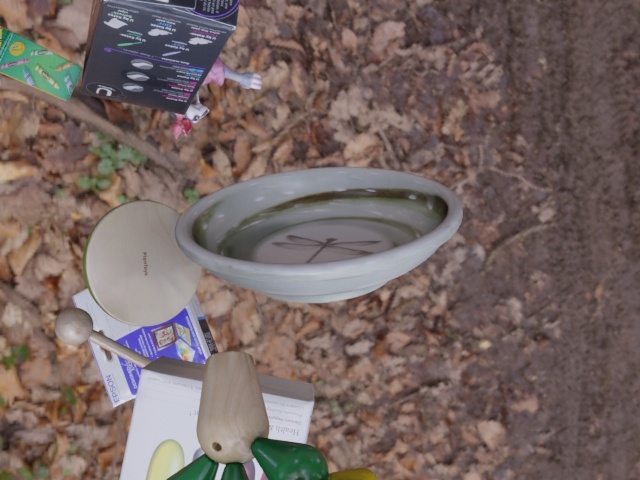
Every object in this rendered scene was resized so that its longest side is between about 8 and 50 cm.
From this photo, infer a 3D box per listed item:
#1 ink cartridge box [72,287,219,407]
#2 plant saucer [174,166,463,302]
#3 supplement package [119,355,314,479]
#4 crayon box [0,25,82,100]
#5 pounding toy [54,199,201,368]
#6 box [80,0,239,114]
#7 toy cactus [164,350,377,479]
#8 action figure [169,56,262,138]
[{"bbox_3d":[-0.287,0.142,1.450,0.208,0.206,0.045,-26,170,20],"label":"ink cartridge box"},{"bbox_3d":[0.000,0.000,1.250,0.400,0.400,0.100,-11,112,-14],"label":"plant saucer"},{"bbox_3d":[-0.120,0.255,1.015,0.194,0.149,0.203,10,88,0],"label":"supplement package"},{"bbox_3d":[-0.614,-0.367,1.741,0.081,0.165,0.278,-66,168,2],"label":"crayon box"},{"bbox_3d":[-0.288,0.058,1.304,0.183,0.110,0.237,29,72,-32],"label":"pounding toy"},{"bbox_3d":[-0.192,-0.278,1.041,0.143,0.165,0.270,9,164,-18],"label":"box"},{"bbox_3d":[-0.047,0.165,0.590,0.112,0.180,0.219,19,145,-41],"label":"toy cactus"},{"bbox_3d":[-0.290,-0.389,1.765,0.248,0.370,0.276,-11,168,26],"label":"action figure"}]
